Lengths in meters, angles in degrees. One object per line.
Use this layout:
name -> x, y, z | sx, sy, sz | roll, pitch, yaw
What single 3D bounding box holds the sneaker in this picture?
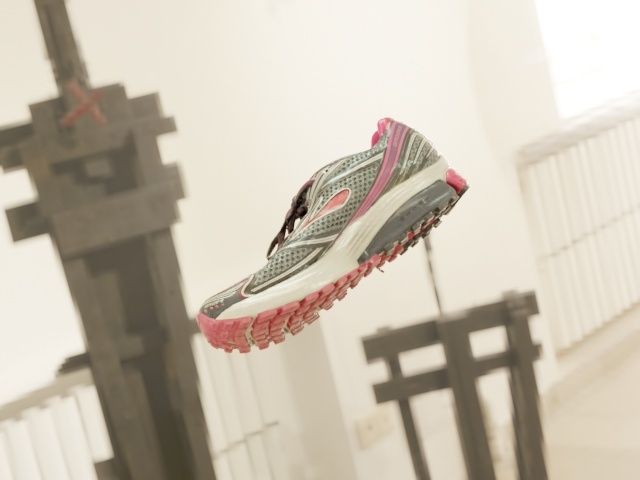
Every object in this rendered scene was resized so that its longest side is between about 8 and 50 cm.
sneaker -> 0.000, 0.000, 1.374 | 0.299, 0.112, 0.121 | -36, -10, -24
